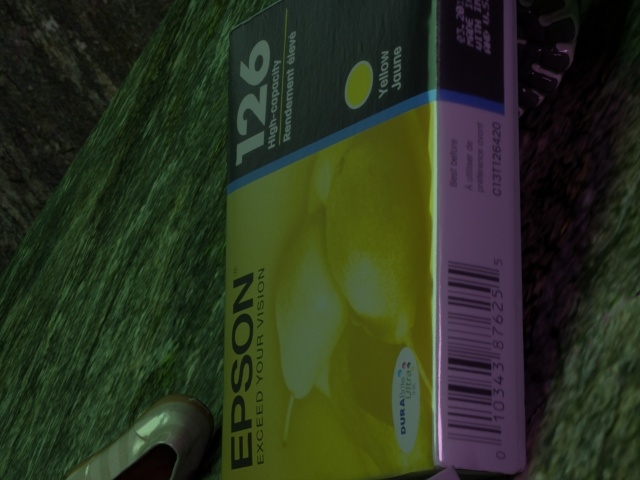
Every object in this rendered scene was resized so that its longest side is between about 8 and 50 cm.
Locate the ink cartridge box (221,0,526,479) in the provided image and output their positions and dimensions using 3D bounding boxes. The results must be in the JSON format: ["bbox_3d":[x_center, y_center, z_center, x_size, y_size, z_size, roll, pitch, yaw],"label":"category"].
[{"bbox_3d":[0.000,0.000,0.988,0.307,0.072,0.304,-21,65,52],"label":"ink cartridge box"}]

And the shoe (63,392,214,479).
[{"bbox_3d":[-0.165,0.207,1.372,0.219,0.076,0.058,-49,15,31],"label":"shoe"}]

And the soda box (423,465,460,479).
[{"bbox_3d":[-0.024,0.178,0.653,0.098,0.091,0.286,-33,-9,30],"label":"soda box"}]

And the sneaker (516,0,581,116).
[{"bbox_3d":[0.074,-0.103,1.125,0.330,0.130,0.147,-40,12,46],"label":"sneaker"}]
